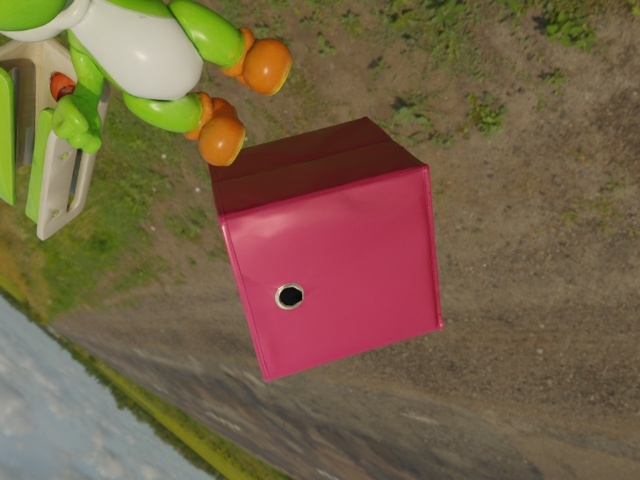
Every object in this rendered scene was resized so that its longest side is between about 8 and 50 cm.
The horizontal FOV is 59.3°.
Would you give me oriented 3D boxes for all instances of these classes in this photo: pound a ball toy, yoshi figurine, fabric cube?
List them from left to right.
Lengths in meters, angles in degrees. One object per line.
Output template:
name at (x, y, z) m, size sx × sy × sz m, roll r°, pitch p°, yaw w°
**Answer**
pound a ball toy at (-0.394, -0.171, 0.747) m, size 0.208 × 0.136 × 0.319 m, roll 38°, pitch 140°, yaw -4°
yoshi figurine at (-0.208, -0.206, 0.545) m, size 0.362 × 0.204 × 0.203 m, roll 24°, pitch 154°, yaw -32°
fabric cube at (0.000, 0.000, 0.805) m, size 0.259 × 0.257 × 0.254 m, roll -118°, pitch 16°, yaw -61°
